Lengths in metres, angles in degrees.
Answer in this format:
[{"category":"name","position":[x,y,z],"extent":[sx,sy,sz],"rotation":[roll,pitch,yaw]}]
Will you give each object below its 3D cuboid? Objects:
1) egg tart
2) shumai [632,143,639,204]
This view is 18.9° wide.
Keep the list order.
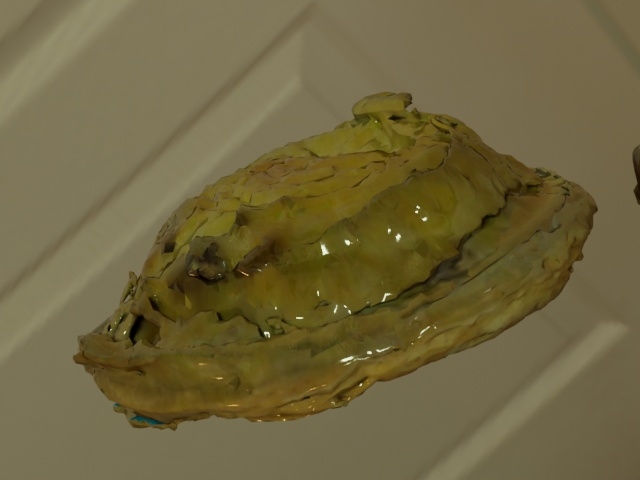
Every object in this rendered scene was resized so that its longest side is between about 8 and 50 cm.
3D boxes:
[{"category":"egg tart","position":[0.000,0.000,0.982],"extent":[0.290,0.107,0.291],"rotation":[-19,13,4]},{"category":"shumai","position":[0.202,0.005,0.682],"extent":[0.209,0.153,0.161],"rotation":[-30,69,45]}]
